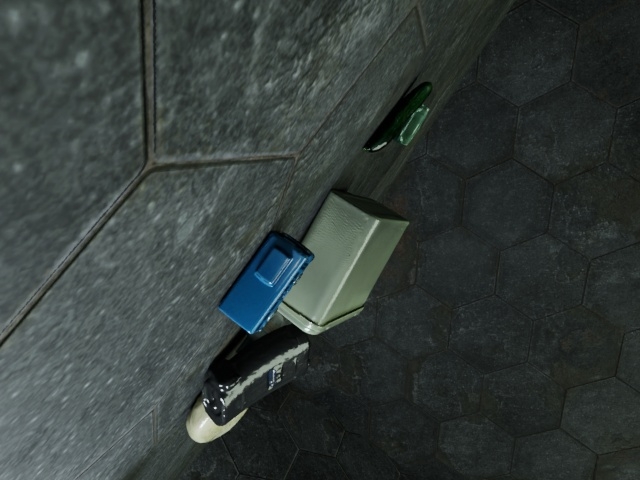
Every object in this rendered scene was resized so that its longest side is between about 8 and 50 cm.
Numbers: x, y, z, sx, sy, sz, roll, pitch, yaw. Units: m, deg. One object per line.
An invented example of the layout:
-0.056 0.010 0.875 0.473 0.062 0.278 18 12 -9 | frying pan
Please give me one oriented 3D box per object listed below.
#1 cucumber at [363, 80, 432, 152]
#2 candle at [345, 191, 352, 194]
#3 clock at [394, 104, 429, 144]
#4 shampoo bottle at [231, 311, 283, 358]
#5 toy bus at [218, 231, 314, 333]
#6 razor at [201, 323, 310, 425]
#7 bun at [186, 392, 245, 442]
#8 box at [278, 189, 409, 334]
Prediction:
0.209 -0.327 1.118 0.284 0.056 0.056 -49 172 -14 | cucumber
0.000 0.000 1.252 0.329 0.051 0.048 -54 -152 2 | candle
0.298 -0.386 1.396 0.148 0.060 0.188 -59 174 24 | clock
-0.190 0.288 1.240 0.192 0.074 0.074 -50 172 -25 | shampoo bottle
-0.098 0.075 0.786 0.185 0.090 0.106 -55 171 -1 | toy bus
-0.169 0.361 1.163 0.326 0.107 0.189 -22 128 -42 | razor
-0.300 0.484 1.247 0.210 0.116 0.237 -57 158 6 | bun
0.069 0.054 1.180 0.344 0.177 0.352 -61 158 14 | box
